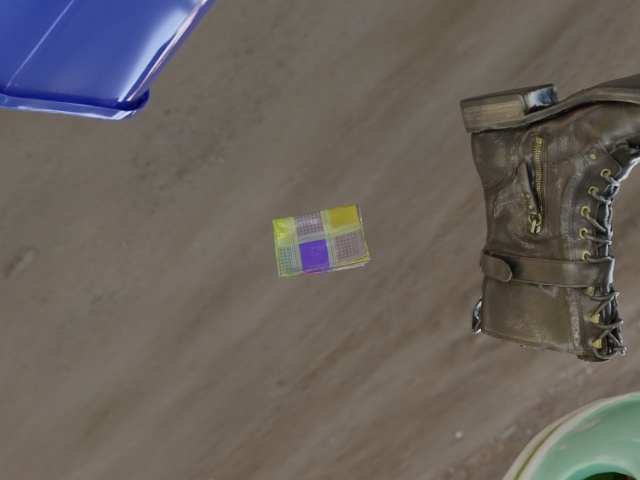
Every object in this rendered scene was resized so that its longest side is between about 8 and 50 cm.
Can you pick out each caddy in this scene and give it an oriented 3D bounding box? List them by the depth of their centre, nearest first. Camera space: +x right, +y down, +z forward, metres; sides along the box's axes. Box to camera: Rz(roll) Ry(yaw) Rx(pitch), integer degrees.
[{"bbox_3d":[-0.214,-0.193,0.813,0.179,0.241,0.341,-47,164,17],"label":"caddy"}]

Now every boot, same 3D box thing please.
[{"bbox_3d":[0.223,-0.014,1.010,0.091,0.229,0.263,-17,-168,-43],"label":"boot"}]

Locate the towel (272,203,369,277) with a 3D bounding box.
[{"bbox_3d":[0.000,0.000,1.109,0.083,0.060,0.009,-10,158,6],"label":"towel"}]

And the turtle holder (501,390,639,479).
[{"bbox_3d":[0.228,0.244,0.774,0.227,0.320,0.243,-2,145,-25],"label":"turtle holder"}]
